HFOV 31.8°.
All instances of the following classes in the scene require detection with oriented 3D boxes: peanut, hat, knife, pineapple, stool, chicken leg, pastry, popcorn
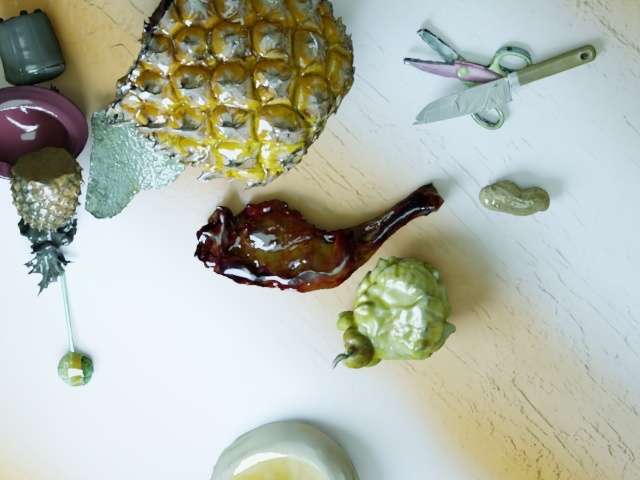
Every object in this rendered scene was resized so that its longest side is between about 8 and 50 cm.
[{"bbox_3d":[0.304,-0.066,1.761,0.113,0.054,0.054,7,107,-1],"label":"peanut"},{"bbox_3d":[-0.465,-0.177,1.748,0.205,0.089,0.205,-7,139,-6],"label":"hat"},{"bbox_3d":[0.280,-0.231,1.712,0.298,0.017,0.047,-19,115,2],"label":"knife"},{"bbox_3d":[-0.124,-0.247,1.602,0.300,0.352,0.352,31,107,-16],"label":"pineapple"},{"bbox_3d":[-0.425,-0.030,1.765,0.125,0.125,0.251,11,132,1],"label":"pineapple"},{"bbox_3d":[-0.448,-0.295,1.724,0.096,0.096,0.110,-13,100,8],"label":"stool"},{"bbox_3d":[0.000,0.000,1.785,0.407,0.096,0.158,-10,87,5],"label":"chicken leg"},{"bbox_3d":[-0.057,0.423,1.890,0.265,0.133,0.265,1,108,5],"label":"pastry"},{"bbox_3d":[0.109,0.118,1.776,0.195,0.173,0.168,-20,118,15],"label":"popcorn"}]

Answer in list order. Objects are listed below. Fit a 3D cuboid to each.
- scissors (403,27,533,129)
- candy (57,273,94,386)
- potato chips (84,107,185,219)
[{"bbox_3d":[0.221,-0.261,1.722,0.187,0.020,0.133,24,104,-5],"label":"scissors"},{"bbox_3d":[-0.420,0.147,1.882,0.061,0.061,0.202,-4,98,5],"label":"candy"},{"bbox_3d":[-0.296,-0.139,1.771,0.228,0.059,0.167,-38,114,-2],"label":"potato chips"}]
